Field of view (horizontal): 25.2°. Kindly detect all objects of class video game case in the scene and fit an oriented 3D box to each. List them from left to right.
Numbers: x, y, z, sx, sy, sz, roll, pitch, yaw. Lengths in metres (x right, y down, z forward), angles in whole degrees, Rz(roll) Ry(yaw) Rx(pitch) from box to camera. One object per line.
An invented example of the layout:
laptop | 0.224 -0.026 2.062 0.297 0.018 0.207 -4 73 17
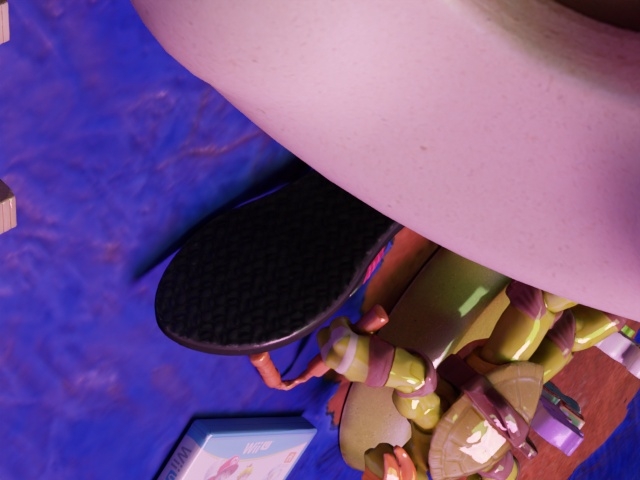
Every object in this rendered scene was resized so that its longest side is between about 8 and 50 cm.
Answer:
video game case | -0.076 0.168 0.789 0.166 0.015 0.119 -58 153 11

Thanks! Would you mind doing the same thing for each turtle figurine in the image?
turtle figurine | 0.088 0.075 0.797 0.217 0.087 0.269 -46 135 -4

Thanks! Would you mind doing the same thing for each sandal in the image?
sandal | 0.000 0.000 0.650 0.179 0.067 0.040 -38 162 -32

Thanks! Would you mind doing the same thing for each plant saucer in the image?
plant saucer | 0.108 0.064 0.934 0.241 0.037 0.241 -39 151 -26

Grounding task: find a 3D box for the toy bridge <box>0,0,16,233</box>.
toy bridge | -0.123 -0.059 0.415 0.063 0.026 0.188 -31 147 -33

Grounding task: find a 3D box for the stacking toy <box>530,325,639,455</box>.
stacking toy | 0.168 0.125 1.060 0.167 0.052 0.221 -53 176 7

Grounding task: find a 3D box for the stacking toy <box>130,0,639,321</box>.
stacking toy | 0.159 -0.237 0.434 0.479 0.351 0.350 -61 159 -26
